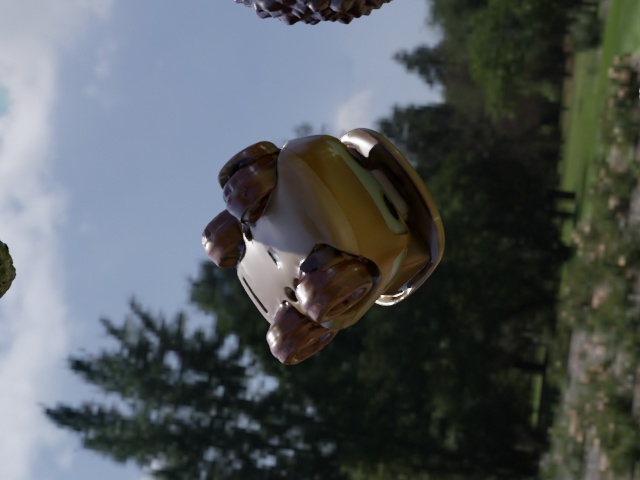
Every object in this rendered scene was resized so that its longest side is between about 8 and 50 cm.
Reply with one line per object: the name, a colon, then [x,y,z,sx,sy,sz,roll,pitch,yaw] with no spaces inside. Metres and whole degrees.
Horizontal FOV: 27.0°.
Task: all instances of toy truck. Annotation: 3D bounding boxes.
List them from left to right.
toy truck: [0.000,0.000,1.501,0.211,0.204,0.288,-27,-18,-29]

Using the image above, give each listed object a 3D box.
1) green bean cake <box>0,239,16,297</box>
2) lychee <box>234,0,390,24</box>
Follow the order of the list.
green bean cake: [-0.484,0.051,1.603,0.214,0.113,0.200,-48,-19,-15]
lychee: [-0.006,-0.349,1.363,0.300,0.264,0.264,26,114,61]
